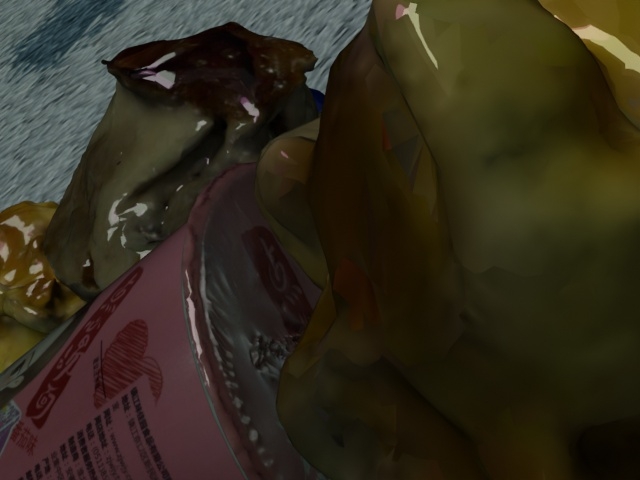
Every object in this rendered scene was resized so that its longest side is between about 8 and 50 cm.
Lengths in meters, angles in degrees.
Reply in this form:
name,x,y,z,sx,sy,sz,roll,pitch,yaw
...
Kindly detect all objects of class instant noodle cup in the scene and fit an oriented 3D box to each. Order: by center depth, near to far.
name,x,y,z,sx,sy,sz,roll,pitch,yaw
instant noodle cup,-0.058,0.121,0.848,0.231,0.243,0.243,-32,25,28

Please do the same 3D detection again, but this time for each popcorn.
name,x,y,z,sx,sy,sz,roll,pitch,yaw
popcorn,0.169,0.022,0.560,0.354,0.344,0.390,-46,-19,2
popcorn,-0.159,0.055,1.146,0.180,0.180,0.170,-80,15,-54

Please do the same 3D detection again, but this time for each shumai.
name,x,y,z,sx,sy,sz,roll,pitch,yaw
shumai,-0.084,-0.057,1.027,0.201,0.120,0.201,-19,27,10

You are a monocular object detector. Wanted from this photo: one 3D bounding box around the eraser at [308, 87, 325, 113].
name,x,y,z,sx,sy,sz,roll,pitch,yaw
eraser,0.000,0.000,1.097,0.155,0.101,0.332,-38,27,-2
